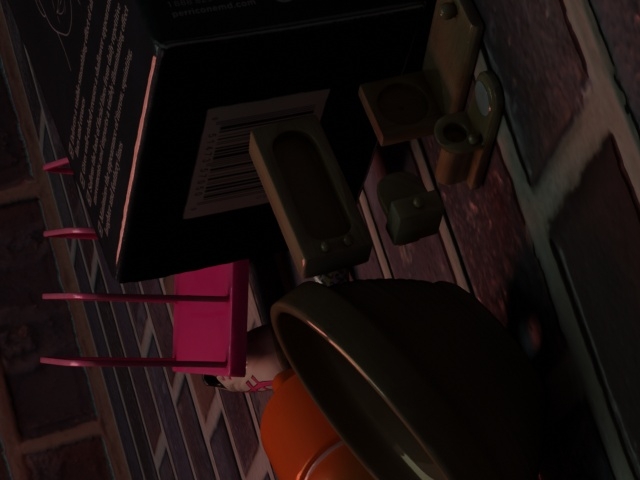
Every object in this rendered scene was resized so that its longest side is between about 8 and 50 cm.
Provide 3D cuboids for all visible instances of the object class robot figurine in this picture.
[{"bbox_3d":[0.026,0.189,1.673,0.158,0.128,0.219,-59,32,18],"label":"robot figurine"}]

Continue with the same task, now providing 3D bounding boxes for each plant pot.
[{"bbox_3d":[0.080,0.106,1.350,0.237,0.110,0.237,48,168,14],"label":"plant pot"}]

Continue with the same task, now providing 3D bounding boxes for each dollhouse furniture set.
[{"bbox_3d":[0.040,-0.081,1.331,0.123,0.151,0.144,100,151,-56],"label":"dollhouse furniture set"}]

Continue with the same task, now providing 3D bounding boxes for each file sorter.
[{"bbox_3d":[-0.190,-0.006,2.042,0.202,0.182,0.291,174,98,-69],"label":"file sorter"}]

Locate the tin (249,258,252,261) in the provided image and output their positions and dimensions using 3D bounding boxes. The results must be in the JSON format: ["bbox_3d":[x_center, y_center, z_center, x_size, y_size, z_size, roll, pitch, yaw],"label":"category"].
[{"bbox_3d":[-0.108,-0.019,2.189,0.189,0.040,0.106,139,113,-74],"label":"tin"}]

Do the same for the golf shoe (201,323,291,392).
[{"bbox_3d":[-0.077,0.135,2.107,0.186,0.086,0.067,130,127,-71],"label":"golf shoe"}]

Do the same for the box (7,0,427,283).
[{"bbox_3d":[-0.110,-0.218,1.546,0.293,0.212,0.395,109,143,-53],"label":"box"}]

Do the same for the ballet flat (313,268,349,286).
[{"bbox_3d":[0.000,0.000,1.788,0.041,0.041,0.114,92,159,-46],"label":"ballet flat"}]
